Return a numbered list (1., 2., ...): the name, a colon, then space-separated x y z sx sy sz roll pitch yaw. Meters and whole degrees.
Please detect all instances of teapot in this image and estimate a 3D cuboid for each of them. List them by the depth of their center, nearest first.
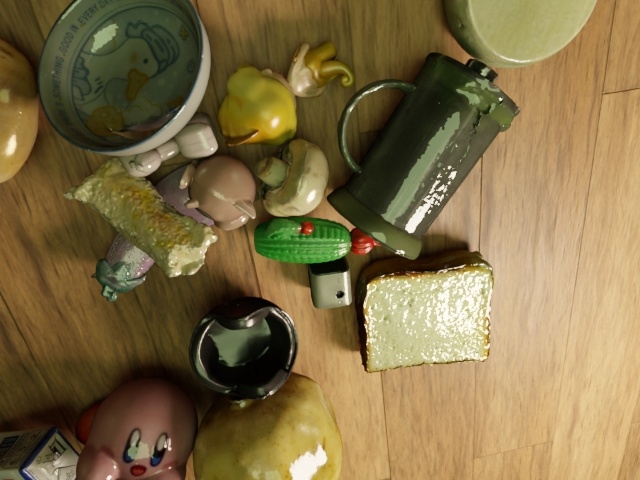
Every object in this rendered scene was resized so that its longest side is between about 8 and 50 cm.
1. teapot: 0.160 -0.170 0.798 0.270 0.200 0.337 29 105 -18

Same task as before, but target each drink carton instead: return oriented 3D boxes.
1. drink carton: -0.679 0.490 0.974 0.314 0.107 0.131 -12 116 18

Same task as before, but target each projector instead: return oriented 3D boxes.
1. projector: 0.019 0.085 0.953 0.083 0.083 0.082 -8 116 -5

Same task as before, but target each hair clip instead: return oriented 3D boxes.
1. hair clip: -0.287 -0.034 0.858 0.358 0.110 0.095 -42 155 6

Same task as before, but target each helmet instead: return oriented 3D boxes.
1. helmet: -0.154 0.210 0.922 0.216 0.193 0.189 -16 100 -11

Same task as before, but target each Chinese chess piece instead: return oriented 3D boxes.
1. Chinese chess piece: 0.332 -0.420 0.757 0.250 0.101 0.250 -4 115 -8

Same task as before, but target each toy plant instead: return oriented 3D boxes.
1. toy plant: -0.010 0.004 0.888 0.240 0.088 0.154 9 158 -22

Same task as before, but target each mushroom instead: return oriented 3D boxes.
1. mushroom: -0.056 -0.112 0.808 0.122 0.154 0.154 21 110 -31

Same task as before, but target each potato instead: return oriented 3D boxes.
1. potato: -0.531 -0.200 0.700 0.150 0.146 0.234 1 108 -59

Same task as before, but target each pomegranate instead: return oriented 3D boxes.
1. pomegranate: -0.113 0.443 0.995 0.332 0.332 0.333 -4 115 -8

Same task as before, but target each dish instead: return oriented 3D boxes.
1. dish: -0.280 -0.250 0.718 0.273 0.134 0.273 -2 81 13

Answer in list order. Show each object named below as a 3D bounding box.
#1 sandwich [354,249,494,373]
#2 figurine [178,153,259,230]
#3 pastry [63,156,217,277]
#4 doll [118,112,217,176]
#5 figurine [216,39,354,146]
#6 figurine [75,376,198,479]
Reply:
1. sandwich: 0.226 0.158 1.016 0.301 0.099 0.271 -6 111 -3
2. figurine: -0.169 -0.086 0.783 0.138 0.125 0.125 29 107 -17
3. pastry: -0.295 -0.041 0.784 0.258 0.089 0.121 38 86 1
4. doll: -0.252 -0.155 0.754 0.160 0.161 0.059 -20 118 -3
5. figurine: -0.068 -0.243 0.773 0.246 0.131 0.156 -39 130 -2
6. figurine: -0.378 0.399 0.981 0.269 0.261 0.211 22 82 -17
